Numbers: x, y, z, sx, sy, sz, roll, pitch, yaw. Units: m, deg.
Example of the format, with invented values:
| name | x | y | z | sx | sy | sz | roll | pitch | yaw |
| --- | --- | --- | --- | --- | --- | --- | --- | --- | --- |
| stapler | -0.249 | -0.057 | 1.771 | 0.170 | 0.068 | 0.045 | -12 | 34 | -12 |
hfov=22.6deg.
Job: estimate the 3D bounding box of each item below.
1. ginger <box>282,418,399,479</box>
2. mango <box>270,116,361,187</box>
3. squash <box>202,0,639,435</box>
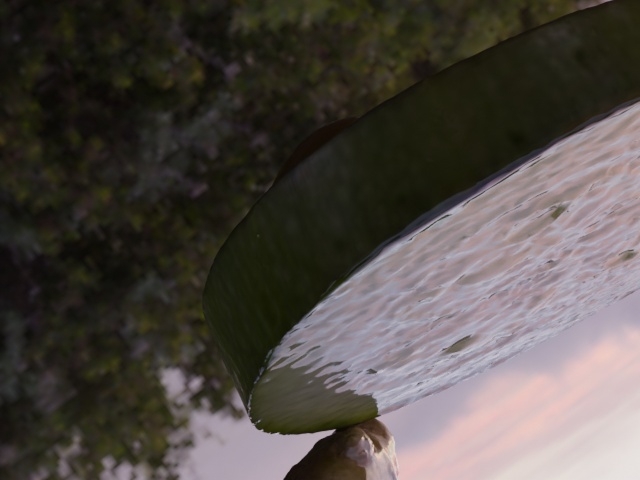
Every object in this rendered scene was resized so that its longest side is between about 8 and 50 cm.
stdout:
| name | x | y | z | sx | sy | sz | roll | pitch | yaw |
| --- | --- | --- | --- | --- | --- | --- | --- | --- | --- |
| ginger | -0.027 | 0.190 | 0.607 | 0.089 | 0.075 | 0.288 | 117 | -7 | -62 |
| mango | -0.002 | 0.002 | 1.228 | 0.122 | 0.085 | 0.191 | -15 | -121 | 63 |
| squash | 0.077 | -0.011 | 0.576 | 0.252 | 0.049 | 0.252 | -24 | 161 | -9 |
